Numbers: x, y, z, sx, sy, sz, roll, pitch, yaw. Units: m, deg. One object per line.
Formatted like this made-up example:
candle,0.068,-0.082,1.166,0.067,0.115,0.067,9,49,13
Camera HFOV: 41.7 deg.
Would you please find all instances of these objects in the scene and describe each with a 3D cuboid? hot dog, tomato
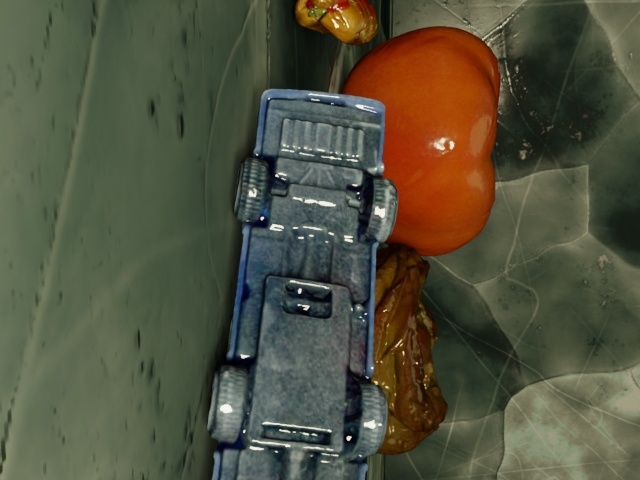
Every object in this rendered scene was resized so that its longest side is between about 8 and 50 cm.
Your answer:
hot dog,0.013,-0.170,0.628,0.144,0.062,0.038,-52,165,-76
tomato,0.110,-0.109,0.946,0.260,0.180,0.259,1,90,-81
hot dog,0.067,0.107,0.882,0.272,0.122,0.196,-44,128,-78

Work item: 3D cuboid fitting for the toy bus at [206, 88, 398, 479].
toy bus,-0.012,0.042,0.417,0.094,0.079,0.236,113,-16,-62
